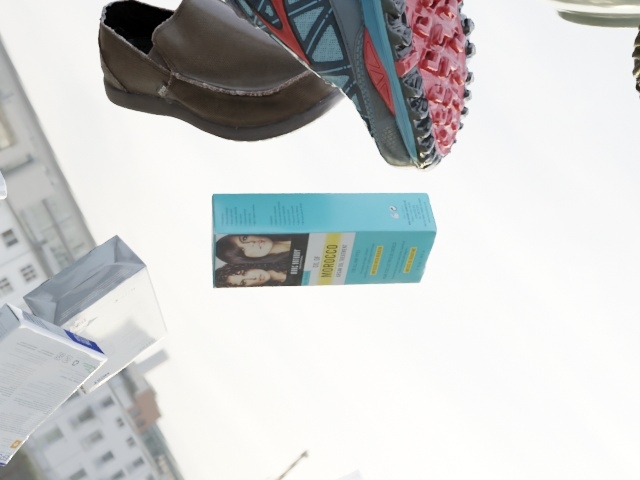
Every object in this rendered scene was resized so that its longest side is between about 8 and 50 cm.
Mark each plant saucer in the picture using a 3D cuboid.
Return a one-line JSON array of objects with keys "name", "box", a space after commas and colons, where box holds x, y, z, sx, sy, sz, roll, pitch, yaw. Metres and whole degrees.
[{"name": "plant saucer", "box": [0.457, -0.387, 1.241, 0.400, 0.400, 0.100, 32, -46, 49]}]

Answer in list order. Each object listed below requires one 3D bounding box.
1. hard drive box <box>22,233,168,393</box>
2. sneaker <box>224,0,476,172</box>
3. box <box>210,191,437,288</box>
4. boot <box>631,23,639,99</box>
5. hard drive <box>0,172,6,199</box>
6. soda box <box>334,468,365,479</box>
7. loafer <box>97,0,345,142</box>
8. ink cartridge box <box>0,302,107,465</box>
[{"name": "hard drive box", "box": [-0.366, 0.128, 1.395, 0.089, 0.181, 0.232, 42, -26, 25]}, {"name": "sneaker", "box": [0.000, -0.157, 0.486, 0.125, 0.104, 0.262, -11, -70, 40]}, {"name": "box", "box": [0.000, 0.000, 0.940, 0.100, 0.244, 0.060, 99, -14, -50]}, {"name": "boot", "box": [0.268, -0.206, 0.439, 0.089, 0.269, 0.236, 25, -23, 34]}, {"name": "hard drive", "box": [-0.351, -0.096, 0.535, 0.203, 0.040, 0.307, 67, 20, -3]}, {"name": "soda box", "box": [-0.052, 0.245, 0.612, 0.071, 0.210, 0.067, 83, -18, -83]}, {"name": "loafer", "box": [-0.126, -0.202, 0.920, 0.366, 0.134, 0.130, 11, -43, 32]}, {"name": "ink cartridge box", "box": [-0.440, 0.207, 1.165, 0.045, 0.224, 0.223, 42, -4, 27]}]
